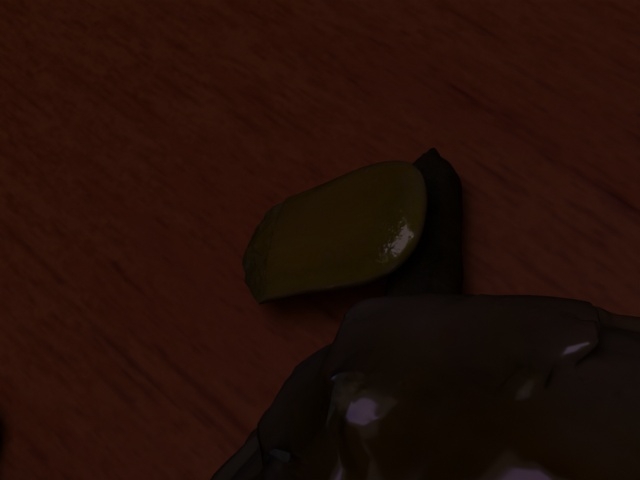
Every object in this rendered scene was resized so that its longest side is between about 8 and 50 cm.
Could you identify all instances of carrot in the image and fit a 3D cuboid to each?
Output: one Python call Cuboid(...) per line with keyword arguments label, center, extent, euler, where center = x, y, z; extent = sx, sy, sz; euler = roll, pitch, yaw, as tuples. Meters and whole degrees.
Cuboid(label="carrot", center=(0.058, 0.082, 0.798), extent=(0.070, 0.070, 0.342), euler=(-7, 60, 18))

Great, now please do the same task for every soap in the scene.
Cuboid(label="soap", center=(0.000, 0.000, 0.848), extent=(0.168, 0.033, 0.089), euler=(-20, 45, 35))

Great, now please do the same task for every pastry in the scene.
Cuboid(label="pastry", center=(0.087, 0.218, 0.565), extent=(0.409, 0.245, 0.410), euler=(2, 96, 18))
